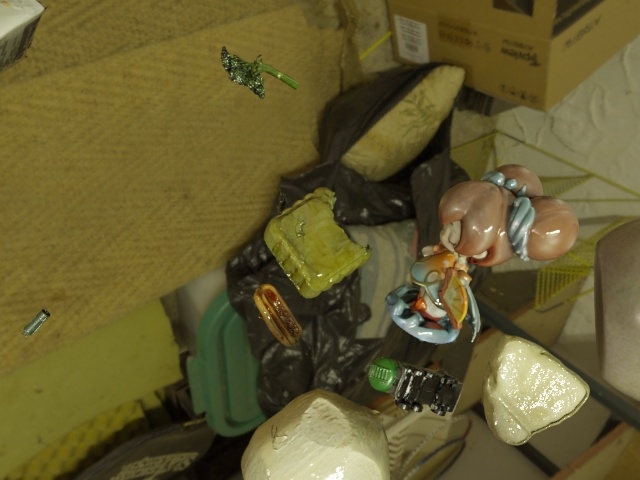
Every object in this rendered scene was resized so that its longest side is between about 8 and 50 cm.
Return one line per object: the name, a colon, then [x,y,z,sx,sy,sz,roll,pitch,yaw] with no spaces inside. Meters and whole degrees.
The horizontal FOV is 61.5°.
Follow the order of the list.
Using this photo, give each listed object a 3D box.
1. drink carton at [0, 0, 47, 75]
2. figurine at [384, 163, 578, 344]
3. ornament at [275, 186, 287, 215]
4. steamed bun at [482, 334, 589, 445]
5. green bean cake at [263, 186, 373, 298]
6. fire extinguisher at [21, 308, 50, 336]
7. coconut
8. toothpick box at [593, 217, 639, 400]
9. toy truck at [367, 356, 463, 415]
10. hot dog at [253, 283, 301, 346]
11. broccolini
drink carton: [-0.579,-0.291,0.758,0.194,0.324,0.132,36,132,-17]
figurine: [0.328,0.033,1.152,0.248,0.276,0.388,12,119,-17]
ornament: [-0.109,-0.090,1.555,0.028,0.125,0.073,1,130,-15]
steamed bun: [0.428,0.326,1.167,0.212,0.231,0.110,-52,-176,1]
green bean cake: [0.000,0.000,1.413,0.233,0.236,0.124,-33,173,-24]
fire extinguisher: [-0.695,0.206,1.309,0.083,0.038,0.025,-44,138,1]
coconut: [0.011,0.546,1.312,0.360,0.346,0.346,-29,140,-5]
toothpick box: [0.767,0.132,1.028,0.409,0.425,0.409,-2,90,-67]
toy truck: [0.231,0.351,1.313,0.242,0.125,0.101,23,87,-35]
hot dog: [-0.151,0.267,1.866,0.250,0.076,0.104,58,45,-16]
broccolini: [-0.118,-0.376,1.263,0.062,0.123,0.271,-29,169,31]
